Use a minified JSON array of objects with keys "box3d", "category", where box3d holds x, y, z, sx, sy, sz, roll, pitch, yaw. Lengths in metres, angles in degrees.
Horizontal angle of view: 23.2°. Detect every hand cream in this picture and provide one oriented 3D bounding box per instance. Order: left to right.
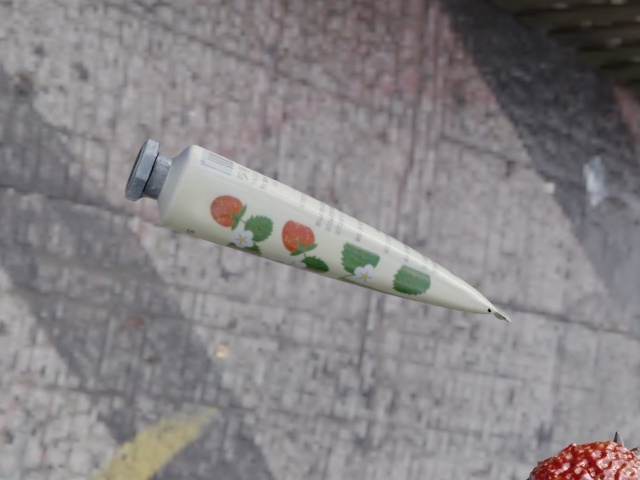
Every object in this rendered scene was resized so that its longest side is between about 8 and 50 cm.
[{"box3d":[0.000,0.000,1.081,0.276,0.095,0.059,21,94,-10],"category":"hand cream"}]

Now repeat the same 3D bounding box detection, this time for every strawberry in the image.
[{"box3d":[0.207,0.231,1.294,0.148,0.131,0.131,-1,96,-27],"category":"strawberry"}]
